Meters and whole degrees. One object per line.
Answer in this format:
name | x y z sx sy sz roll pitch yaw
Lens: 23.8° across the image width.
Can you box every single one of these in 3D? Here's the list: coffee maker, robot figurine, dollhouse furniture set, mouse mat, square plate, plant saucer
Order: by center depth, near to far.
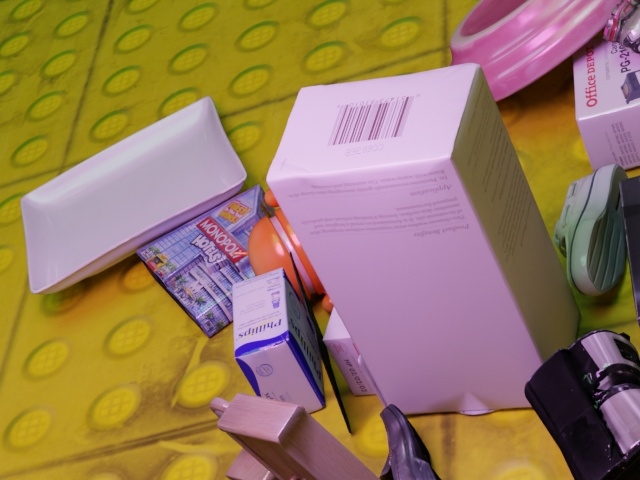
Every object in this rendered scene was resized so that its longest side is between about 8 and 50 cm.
dollhouse furniture set | -0.104 0.348 1.537 0.303 0.174 0.355 2 52 56
coffee maker | 0.278 0.199 1.540 0.171 0.120 0.178 -28 36 2
mouse mat | 0.000 0.119 1.792 0.007 0.152 0.190 -20 37 0
robot figurine | -0.001 -0.002 1.953 0.219 0.158 0.128 -29 23 -3
plant saucer | 0.297 -0.317 2.066 0.332 0.084 0.332 -40 14 12
square plate | -0.280 -0.064 2.251 0.344 0.049 0.347 -28 28 0

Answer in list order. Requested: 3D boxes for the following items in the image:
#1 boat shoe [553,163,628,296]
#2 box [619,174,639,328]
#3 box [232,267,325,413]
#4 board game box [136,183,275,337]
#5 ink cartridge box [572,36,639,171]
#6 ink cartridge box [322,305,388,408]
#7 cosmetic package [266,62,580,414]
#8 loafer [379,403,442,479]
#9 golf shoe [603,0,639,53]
boat shoe | 0.317 -0.004 1.805 0.076 0.083 0.226 -18 24 32
box | 0.497 -0.007 1.677 0.307 0.076 0.242 -15 38 18
box | -0.051 0.127 1.837 0.072 0.126 0.137 -19 38 11
board game box | -0.127 0.016 2.076 0.194 0.060 0.194 -37 37 -10
ink cartridge box | 0.444 -0.195 1.916 0.237 0.100 0.172 -15 37 19
ink cartridge box | 0.059 0.111 1.801 0.061 0.104 0.181 -8 41 26
cosmetic package | 0.123 0.013 1.643 0.217 0.385 0.156 -5 44 25
loafer | 0.089 0.245 1.661 0.061 0.062 0.170 -31 35 5
golf shoe | 0.433 -0.293 1.915 0.086 0.067 0.186 30 57 20
